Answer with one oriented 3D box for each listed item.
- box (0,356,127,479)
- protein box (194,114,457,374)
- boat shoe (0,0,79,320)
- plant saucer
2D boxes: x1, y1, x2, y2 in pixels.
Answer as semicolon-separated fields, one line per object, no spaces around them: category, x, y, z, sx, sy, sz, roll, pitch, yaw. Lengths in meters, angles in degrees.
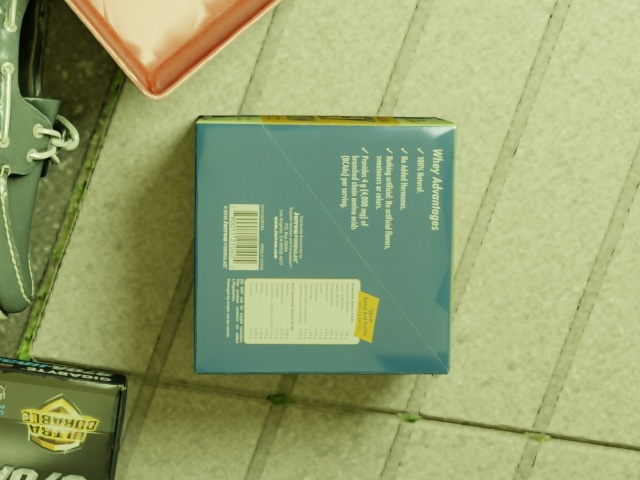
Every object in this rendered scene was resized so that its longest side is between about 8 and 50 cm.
box;-0.280;0.184;1.459;0.220;0.051;0.175;9;96;-5
protein box;0.000;0.000;1.414;0.201;0.136;0.199;0;96;-4
boat shoe;-0.244;-0.096;1.399;0.099;0.116;0.319;-6;91;-3
plant saucer;-0.123;-0.280;1.389;0.259;0.048;0.258;-42;97;-18
